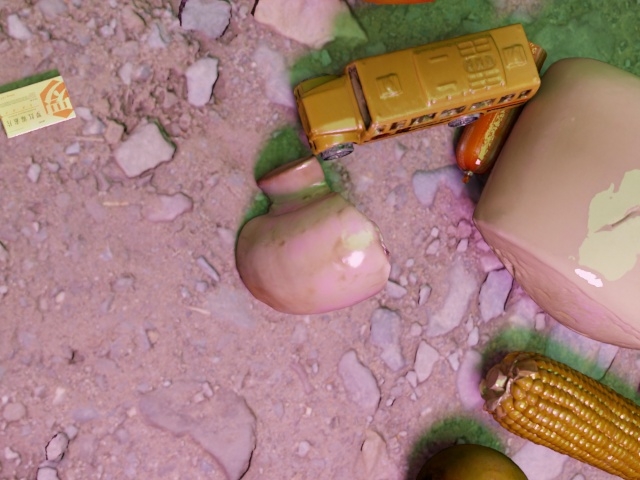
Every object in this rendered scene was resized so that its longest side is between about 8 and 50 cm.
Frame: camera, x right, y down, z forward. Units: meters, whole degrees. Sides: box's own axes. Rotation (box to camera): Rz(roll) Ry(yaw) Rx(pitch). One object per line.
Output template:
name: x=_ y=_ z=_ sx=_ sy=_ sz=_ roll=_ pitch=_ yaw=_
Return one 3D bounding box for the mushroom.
mushroom: x=-0.017 y=0.016 z=1.326 sx=0.173 sy=0.162 sz=0.236 roll=-31 pitch=105 yaw=-17

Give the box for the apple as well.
apple: x=0.232 y=0.408 z=1.472 sx=0.196 sy=0.157 sz=0.196 roll=-3 pitch=98 yaw=-21

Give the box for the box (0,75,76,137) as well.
box: x=-0.373 y=-0.175 z=1.244 sx=0.093 sy=0.015 sz=0.058 roll=-22 pitch=105 yaw=-17

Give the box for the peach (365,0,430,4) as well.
peach: x=0.105 y=-0.478 z=1.218 sx=0.370 sy=0.370 sz=0.370 roll=-3 pitch=98 yaw=-21

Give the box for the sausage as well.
sausage: x=0.269 y=-0.194 z=1.459 sx=0.071 sy=0.071 sz=0.234 roll=26 pitch=88 yaw=-22

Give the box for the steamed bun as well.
steamed bun: x=0.474 y=-0.029 z=1.431 sx=0.456 sy=0.290 sz=0.371 roll=30 pitch=86 yaw=-27

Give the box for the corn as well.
corn: x=0.423 y=0.286 z=1.544 sx=0.387 sy=0.144 sz=0.144 roll=23 pitch=88 yaw=-25

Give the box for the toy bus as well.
toy bus: x=0.138 y=-0.215 z=1.354 sx=0.336 sy=0.123 sz=0.121 roll=-15 pitch=85 yaw=-13
